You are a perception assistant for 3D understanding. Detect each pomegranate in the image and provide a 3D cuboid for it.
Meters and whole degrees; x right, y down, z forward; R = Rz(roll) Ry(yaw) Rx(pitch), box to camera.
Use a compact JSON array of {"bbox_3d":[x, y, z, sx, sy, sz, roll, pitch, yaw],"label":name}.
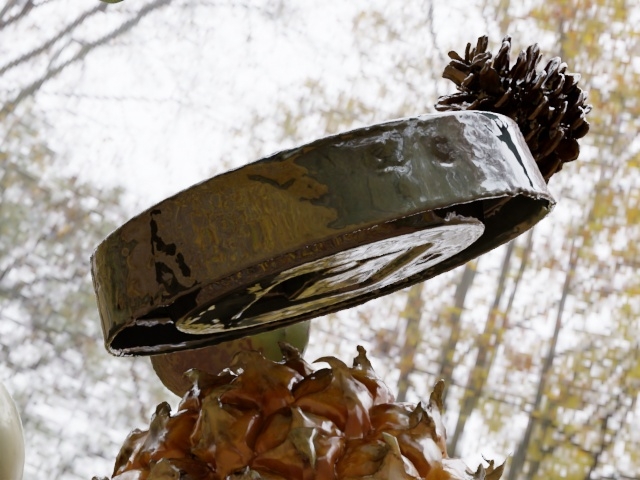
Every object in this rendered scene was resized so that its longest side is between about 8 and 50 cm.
[{"bbox_3d":[-0.131,0.085,1.696,0.248,0.214,0.214,55,-41,7],"label":"pomegranate"}]

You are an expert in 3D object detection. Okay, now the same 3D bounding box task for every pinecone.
[{"bbox_3d":[0.195,-0.142,1.450,0.165,0.163,0.163,44,-44,-18],"label":"pinecone"}]

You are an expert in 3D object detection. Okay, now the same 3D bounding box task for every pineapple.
[{"bbox_3d":[-0.050,0.136,0.959,0.344,0.286,0.209,-11,-51,-4],"label":"pineapple"}]

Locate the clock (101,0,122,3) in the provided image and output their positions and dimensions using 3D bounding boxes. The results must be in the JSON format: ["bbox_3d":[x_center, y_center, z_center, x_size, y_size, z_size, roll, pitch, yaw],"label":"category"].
[{"bbox_3d":[-0.188,-0.411,1.414,0.116,0.262,0.231,21,-27,-28],"label":"clock"}]

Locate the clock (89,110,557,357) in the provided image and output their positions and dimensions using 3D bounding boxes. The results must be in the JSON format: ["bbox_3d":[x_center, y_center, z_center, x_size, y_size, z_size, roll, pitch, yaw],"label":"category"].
[{"bbox_3d":[0.000,0.001,0.932,0.319,0.066,0.319,-17,-11,-3],"label":"clock"}]

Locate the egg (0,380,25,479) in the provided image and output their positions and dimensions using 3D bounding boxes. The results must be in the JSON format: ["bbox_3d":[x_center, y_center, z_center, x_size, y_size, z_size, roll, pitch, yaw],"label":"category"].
[{"bbox_3d":[-0.326,0.184,1.028,0.186,0.186,0.241,39,-66,-23],"label":"egg"}]
